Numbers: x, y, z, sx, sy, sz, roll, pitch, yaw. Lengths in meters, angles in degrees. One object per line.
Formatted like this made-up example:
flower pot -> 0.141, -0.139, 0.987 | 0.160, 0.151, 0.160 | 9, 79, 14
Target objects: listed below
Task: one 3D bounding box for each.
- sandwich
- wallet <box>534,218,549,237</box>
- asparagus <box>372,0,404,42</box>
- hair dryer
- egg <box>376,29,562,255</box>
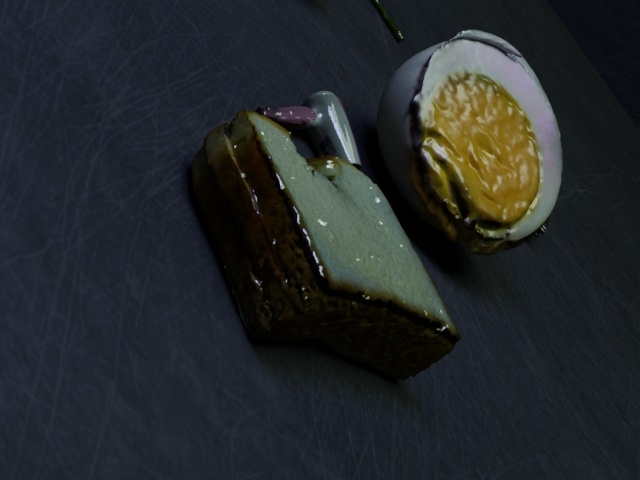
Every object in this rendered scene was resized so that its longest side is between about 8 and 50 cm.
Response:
sandwich -> -0.001, 0.001, 1.410 | 0.273, 0.095, 0.249 | 23, 36, -53
wallet -> 0.277, -0.108, 2.200 | 0.230, 0.042, 0.124 | 51, 19, -5
asparagus -> 0.091, -0.392, 2.299 | 0.016, 0.016, 0.163 | -20, 73, -48
hair dryer -> -0.022, -0.132, 1.653 | 0.154, 0.054, 0.106 | 12, 49, -44
egg -> 0.179, -0.116, 1.852 | 0.264, 0.174, 0.286 | -16, 86, -38
